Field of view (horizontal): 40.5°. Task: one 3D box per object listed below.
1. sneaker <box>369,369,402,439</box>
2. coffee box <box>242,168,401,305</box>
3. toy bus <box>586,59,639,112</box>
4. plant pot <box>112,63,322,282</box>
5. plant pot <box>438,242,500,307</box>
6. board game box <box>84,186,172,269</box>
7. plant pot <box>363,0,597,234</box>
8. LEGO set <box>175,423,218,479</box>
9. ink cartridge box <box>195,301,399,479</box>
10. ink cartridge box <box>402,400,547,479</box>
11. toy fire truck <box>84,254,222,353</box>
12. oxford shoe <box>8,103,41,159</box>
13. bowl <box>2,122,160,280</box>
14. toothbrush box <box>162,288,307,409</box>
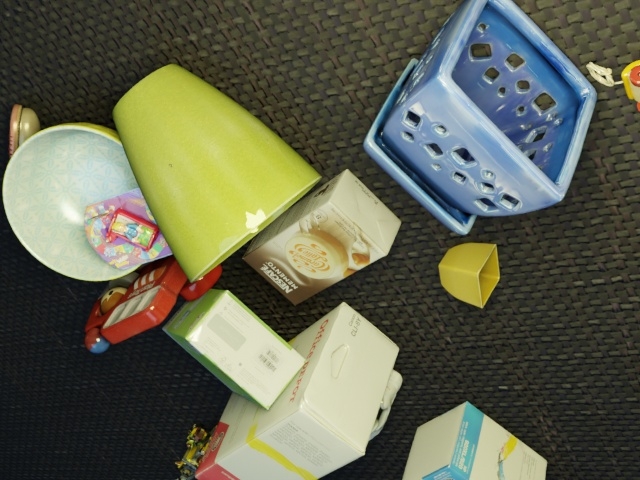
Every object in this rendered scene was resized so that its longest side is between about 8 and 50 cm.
[{"bbox_3d":[0.096,0.363,1.808,0.090,0.115,0.232,20,136,7],"label":"sneaker"},{"bbox_3d":[0.000,0.000,1.528,0.141,0.098,0.246,43,134,-16],"label":"coffee box"},{"bbox_3d":[0.478,-0.199,1.112,0.202,0.191,0.104,39,92,-14],"label":"toy bus"},{"bbox_3d":[-0.195,-0.129,1.412,0.293,0.275,0.275,51,133,-1],"label":"plant pot"},{"bbox_3d":[0.249,0.052,1.477,0.083,0.081,0.081,13,136,31],"label":"plant pot"},{"bbox_3d":[-0.330,-0.014,1.495,0.168,0.033,0.133,-16,110,14],"label":"board game box"},{"bbox_3d":[0.208,-0.164,1.192,0.236,0.236,0.212,40,142,-14],"label":"plant pot"},{"bbox_3d":[-0.226,0.625,2.148,0.331,0.192,0.255,38,135,-11],"label":"LEGO set"},{"bbox_3d":[-0.047,0.338,1.723,0.160,0.279,0.384,39,132,-13],"label":"ink cartridge box"},{"bbox_3d":[0.316,0.483,1.777,0.232,0.168,0.171,36,135,-11],"label":"ink cartridge box"},{"bbox_3d":[-0.352,0.098,1.675,0.302,0.254,0.169,-24,117,39],"label":"toy fire truck"},{"bbox_3d":[-0.517,-0.112,1.685,0.130,0.123,0.348,-6,131,-4],"label":"oxford shoe"},{"bbox_3d":[-0.406,-0.088,1.576,0.289,0.156,0.290,2,112,6],"label":"bowl"},{"bbox_3d":[-0.176,0.203,1.690,0.206,0.122,0.283,43,164,-12],"label":"toothbrush box"}]
